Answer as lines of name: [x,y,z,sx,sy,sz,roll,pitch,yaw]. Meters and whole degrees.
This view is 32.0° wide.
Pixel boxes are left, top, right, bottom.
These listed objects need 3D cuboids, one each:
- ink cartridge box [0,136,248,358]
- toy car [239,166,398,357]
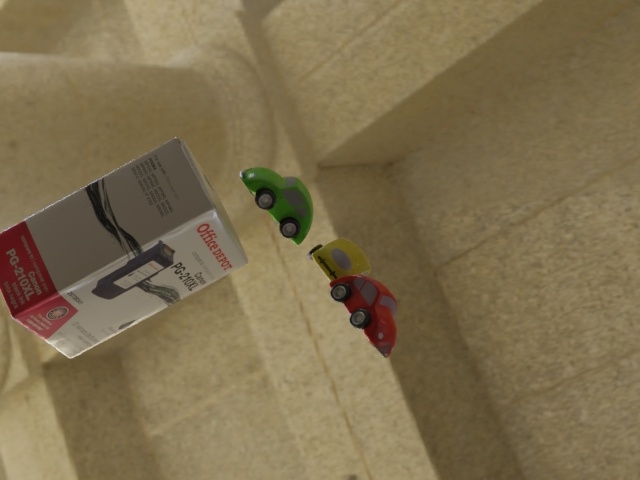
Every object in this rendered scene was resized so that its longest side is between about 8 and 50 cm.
ink cartridge box: [-0.214,0.013,1.213,0.237,0.172,0.100,-29,-112,-2]
toy car: [0.000,0.000,1.205,0.053,0.239,0.225,-39,-71,2]
